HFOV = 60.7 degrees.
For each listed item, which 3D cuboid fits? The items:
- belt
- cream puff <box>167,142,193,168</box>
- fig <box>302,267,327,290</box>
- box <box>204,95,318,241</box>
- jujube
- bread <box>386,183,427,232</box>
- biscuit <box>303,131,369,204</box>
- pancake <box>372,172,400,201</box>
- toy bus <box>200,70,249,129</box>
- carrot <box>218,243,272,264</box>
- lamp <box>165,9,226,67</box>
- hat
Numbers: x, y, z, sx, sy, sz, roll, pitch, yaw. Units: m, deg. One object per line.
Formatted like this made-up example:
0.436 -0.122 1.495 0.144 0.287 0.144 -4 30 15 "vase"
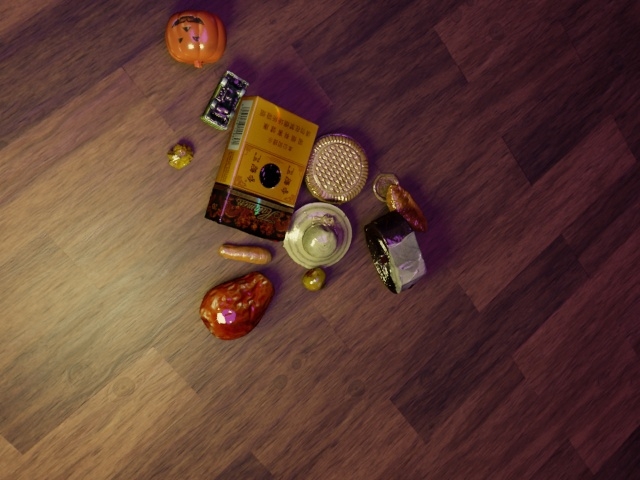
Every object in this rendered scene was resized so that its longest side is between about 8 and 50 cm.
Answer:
0.279 0.040 1.957 0.164 0.184 0.288 -27 108 -20 "belt"
-0.448 -0.271 1.751 0.084 0.058 0.083 -5 98 -20 "cream puff"
-0.016 0.146 1.924 0.098 0.082 0.084 63 40 -29 "fig"
-0.187 -0.223 1.769 0.265 0.116 0.414 18 89 -41 "box"
-0.267 0.208 1.793 0.255 0.190 0.190 -40 105 -19 "jujube"
0.307 -0.112 2.005 0.233 0.076 0.105 48 71 -20 "bread"
0.056 -0.253 1.910 0.260 0.079 0.258 -2 95 -19 "biscuit"
0.245 -0.196 2.014 0.115 0.011 0.114 -1 94 -20 "pancake"
-0.311 -0.444 1.760 0.088 0.101 0.174 28 81 -25 "toy bus"
-0.253 0.045 1.842 0.186 0.060 0.060 7 92 -19 "carrot"
-0.382 -0.615 1.681 0.188 0.188 0.163 -7 96 -18 "lamp"
0.000 0.000 1.871 0.252 0.110 0.251 -4 107 -13 "hat"
